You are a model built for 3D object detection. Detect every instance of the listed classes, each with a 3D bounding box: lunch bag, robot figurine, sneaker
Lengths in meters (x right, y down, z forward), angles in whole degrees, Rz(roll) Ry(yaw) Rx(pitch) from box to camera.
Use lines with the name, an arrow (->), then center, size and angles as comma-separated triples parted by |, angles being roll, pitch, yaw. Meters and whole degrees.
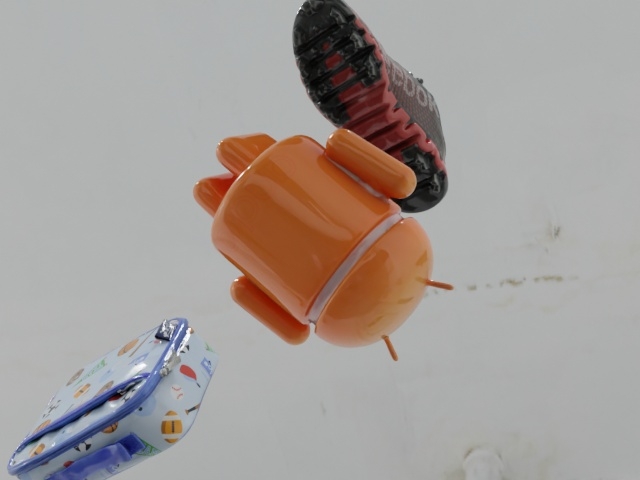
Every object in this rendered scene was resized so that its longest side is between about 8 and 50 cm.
lunch bag -> -0.292, 0.243, 1.113 | 0.303, 0.243, 0.115 | -32, -74, 21
robot figurine -> -0.001, 0.001, 0.639 | 0.219, 0.128, 0.158 | 39, -104, 13
sneaker -> 0.062, -0.166, 0.897 | 0.098, 0.135, 0.276 | -22, -63, 29
